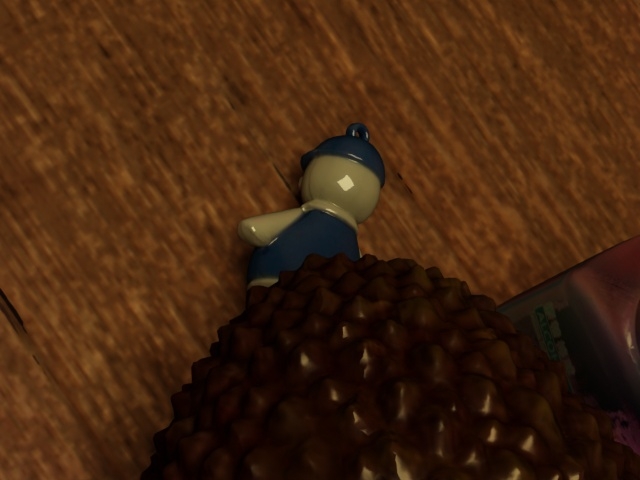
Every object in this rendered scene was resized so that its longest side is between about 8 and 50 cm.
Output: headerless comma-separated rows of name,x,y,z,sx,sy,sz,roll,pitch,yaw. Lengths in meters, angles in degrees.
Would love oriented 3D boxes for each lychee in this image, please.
lychee,0.032,0.131,0.739,0.271,0.271,0.271,6,73,-19

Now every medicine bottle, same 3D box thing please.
medicine bottle,0.168,0.059,0.830,0.094,0.188,0.119,-20,83,-24

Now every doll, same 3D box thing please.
doll,0.000,0.000,0.857,0.099,0.057,0.143,34,64,-32
